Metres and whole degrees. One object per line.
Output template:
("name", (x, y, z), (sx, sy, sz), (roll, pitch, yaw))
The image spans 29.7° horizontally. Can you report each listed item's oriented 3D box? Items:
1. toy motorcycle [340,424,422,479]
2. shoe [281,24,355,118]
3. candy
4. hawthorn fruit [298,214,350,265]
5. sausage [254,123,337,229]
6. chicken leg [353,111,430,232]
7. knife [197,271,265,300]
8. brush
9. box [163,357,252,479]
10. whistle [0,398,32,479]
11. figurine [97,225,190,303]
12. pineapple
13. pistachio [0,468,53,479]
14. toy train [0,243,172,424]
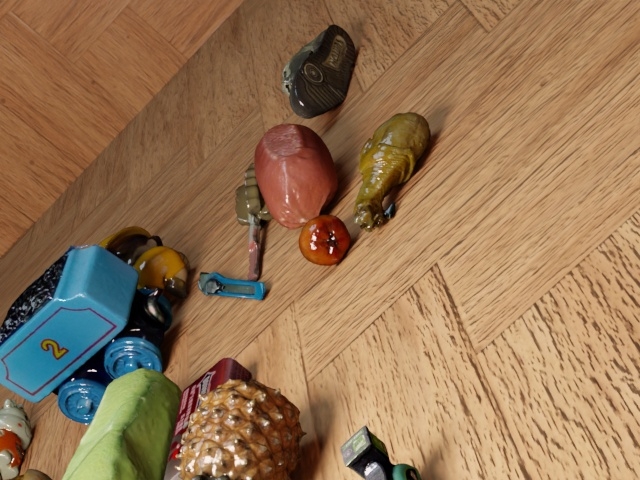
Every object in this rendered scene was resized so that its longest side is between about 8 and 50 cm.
("toy motorcycle", (0.073, 0.270, 1.239), (0.058, 0.100, 0.173), (-45, 20, 12))
("shoe", (-0.025, -0.311, 2.430), (0.149, 0.109, 0.293), (-35, 20, 38))
("candy", (-0.286, 0.323, 1.757), (0.132, 0.142, 0.343), (-16, 22, 17))
("hawthorn fruit", (0.000, 0.000, 1.881), (0.081, 0.081, 0.093), (-55, 21, -13))
("sausage", (-0.042, -0.117, 2.080), (0.148, 0.148, 0.254), (-46, 23, 9))
("chicken leg", (0.098, -0.104, 1.869), (0.103, 0.088, 0.227), (-2, 56, 50))
("knife", (-0.161, 0.080, 2.124), (0.296, 0.026, 0.044), (0, 79, 64))
("brush", (-0.117, -0.026, 2.198), (0.084, 0.071, 0.301), (-56, 24, 32))
("box", (-0.161, 0.277, 1.742), (0.120, 0.069, 0.224), (-40, 21, 24))
("whistle", (-0.640, 0.419, 2.405), (0.106, 0.102, 0.253), (-31, 25, 33))
("figurine", (-0.361, 0.060, 2.380), (0.192, 0.167, 0.257), (-46, 19, -31))
("pineapple", (-0.106, 0.329, 1.418), (0.165, 0.165, 0.364), (-38, 26, 28))
("pistachio", (-0.489, 0.471, 1.959), (0.288, 0.166, 0.197), (170, 99, -78))
("toy train", (-0.424, 0.168, 2.176), (0.300, 0.265, 0.188), (-40, 26, 29))
